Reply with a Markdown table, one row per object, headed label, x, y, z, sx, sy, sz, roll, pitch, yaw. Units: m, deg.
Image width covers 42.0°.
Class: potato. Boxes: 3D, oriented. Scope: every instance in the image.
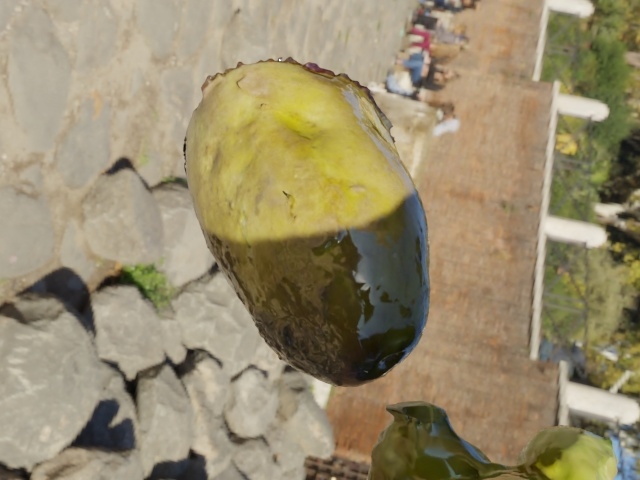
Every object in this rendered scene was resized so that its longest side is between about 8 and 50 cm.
| label | x | y | z | sx | sy | sz | roll | pitch | yaw |
| --- | --- | --- | --- | --- | --- | --- | --- | --- | --- |
| potato | 0.000 | 0.000 | 0.737 | 0.229 | 0.229 | 0.266 | 94 | -16 | -46 |

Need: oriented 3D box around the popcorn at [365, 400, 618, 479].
| label | x | y | z | sx | sy | sz | roll | pitch | yaw |
| --- | --- | --- | --- | --- | --- | --- | --- | --- | --- |
| popcorn | 0.136 | 0.313 | 0.654 | 0.279 | 0.274 | 0.335 | -57 | 126 | -75 |
